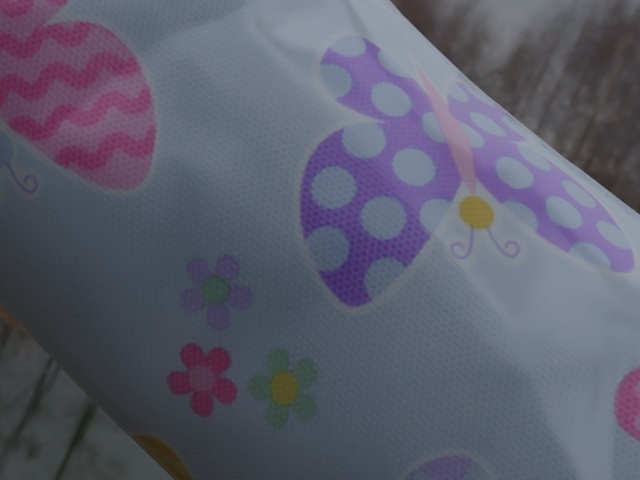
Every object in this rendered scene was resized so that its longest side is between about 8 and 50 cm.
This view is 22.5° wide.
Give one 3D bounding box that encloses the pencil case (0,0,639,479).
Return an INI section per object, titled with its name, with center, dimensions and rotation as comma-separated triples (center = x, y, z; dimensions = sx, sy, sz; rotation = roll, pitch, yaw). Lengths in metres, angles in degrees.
[pencil case]
center = 0.000, 0.000, 0.363
dimensions = 0.273, 0.124, 0.113
rotation = 41, 11, 10
